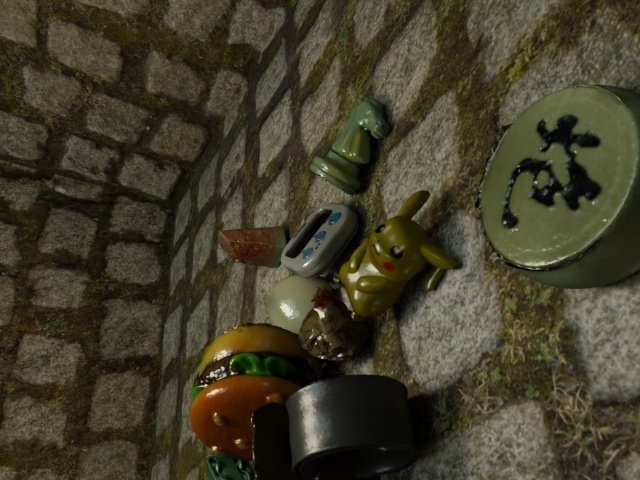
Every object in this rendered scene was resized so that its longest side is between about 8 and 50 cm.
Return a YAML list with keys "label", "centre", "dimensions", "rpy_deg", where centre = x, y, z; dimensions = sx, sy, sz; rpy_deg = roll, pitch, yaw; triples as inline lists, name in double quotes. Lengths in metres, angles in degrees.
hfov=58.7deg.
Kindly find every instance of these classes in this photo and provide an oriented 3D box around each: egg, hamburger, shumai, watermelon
- label: "egg"
  centre: [-0.072, 0.237, 1.772]
  dimensions: [0.264, 0.174, 0.286]
  rpy_deg: [-57, 35, 40]
- label: "hamburger"
  centre: [-0.172, 0.461, 1.614]
  dimensions: [0.395, 0.396, 0.277]
  rpy_deg: [-55, 21, 35]
- label: "shumai"
  centre: [0.018, 0.220, 1.540]
  dimensions: [0.206, 0.175, 0.166]
  rpy_deg: [3, 51, 31]
- label: "watermelon"
  centre: [-0.277, 0.023, 2.195]
  dimensions: [0.193, 0.257, 0.139]
  rpy_deg: [120, 151, -44]

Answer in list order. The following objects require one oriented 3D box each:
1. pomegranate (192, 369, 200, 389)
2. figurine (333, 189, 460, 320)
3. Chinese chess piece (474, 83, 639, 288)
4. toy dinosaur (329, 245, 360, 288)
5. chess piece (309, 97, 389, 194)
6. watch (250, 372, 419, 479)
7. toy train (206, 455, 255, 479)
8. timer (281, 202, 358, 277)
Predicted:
- label: "pomegranate"
  centre: [-0.365, 0.566, 2.147]
  dimensions: [0.306, 0.243, 0.242]
  rpy_deg: [116, 160, -69]
- label: "figurine"
  centre: [0.177, 0.061, 1.384]
  dimensions: [0.326, 0.169, 0.218]
  rpy_deg: [-57, 47, 37]
- label: "Chinese chess piece"
  centre: [0.433, -0.092, 0.975]
  dimensions: [0.349, 0.147, 0.349]
  rpy_deg: [-37, 45, 51]
- label: "toy dinosaur"
  centre: [0.105, 0.088, 1.601]
  dimensions: [0.292, 0.079, 0.120]
  rpy_deg: [-56, 15, 42]
- label: "chess piece"
  centre: [0.107, -0.300, 1.755]
  dimensions: [0.298, 0.176, 0.176]
  rpy_deg: [-59, 28, 4]
- label: "watch"
  centre: [0.036, 0.437, 1.272]
  dimensions: [0.327, 0.335, 0.314]
  rpy_deg: [119, 152, -46]
- label: "toy train"
  centre: [-0.298, 0.873, 1.944]
  dimensions: [0.330, 0.139, 0.178]
  rpy_deg: [30, 113, 61]
- label: "timer"
  centre: [0.000, 0.000, 1.771]
  dimensions: [0.262, 0.087, 0.237]
  rpy_deg: [-52, 23, -11]
